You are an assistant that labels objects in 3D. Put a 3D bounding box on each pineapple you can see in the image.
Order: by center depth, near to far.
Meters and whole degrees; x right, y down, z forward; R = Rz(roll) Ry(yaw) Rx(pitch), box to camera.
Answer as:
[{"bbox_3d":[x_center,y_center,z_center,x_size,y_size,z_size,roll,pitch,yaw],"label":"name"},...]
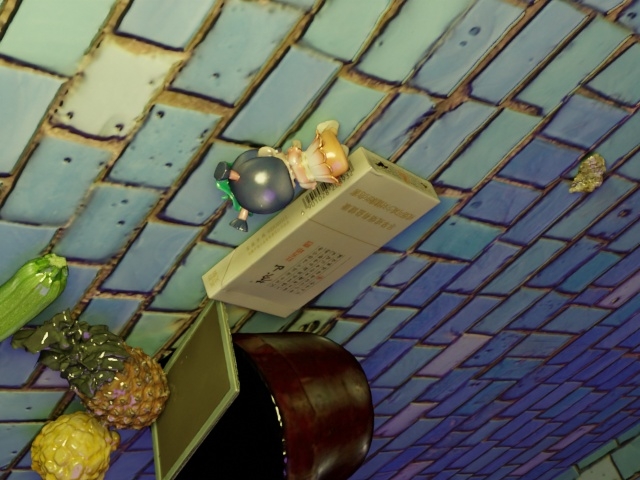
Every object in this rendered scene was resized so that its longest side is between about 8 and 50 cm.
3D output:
[{"bbox_3d":[-0.384,0.211,1.551,0.170,0.141,0.310,-7,148,23],"label":"pineapple"}]

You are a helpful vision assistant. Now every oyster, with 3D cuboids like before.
[{"bbox_3d":[0.482,-0.115,1.691,0.080,0.038,0.083,-29,150,13],"label":"oyster"}]

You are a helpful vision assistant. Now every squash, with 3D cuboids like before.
[{"bbox_3d":[-0.447,0.091,1.374,0.219,0.068,0.077,-37,141,22],"label":"squash"}]

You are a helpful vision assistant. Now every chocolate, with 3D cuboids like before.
[{"bbox_3d":[-0.081,0.330,1.758,0.331,0.384,0.384,-8,149,-50],"label":"chocolate"}]

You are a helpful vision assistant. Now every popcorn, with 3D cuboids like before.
[{"bbox_3d":[-0.463,0.404,1.775,0.180,0.170,0.180,-8,130,-9],"label":"popcorn"}]

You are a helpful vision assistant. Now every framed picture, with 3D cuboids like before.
[{"bbox_3d":[-0.220,0.257,1.594,0.018,0.231,0.293,18,126,-29],"label":"framed picture"}]

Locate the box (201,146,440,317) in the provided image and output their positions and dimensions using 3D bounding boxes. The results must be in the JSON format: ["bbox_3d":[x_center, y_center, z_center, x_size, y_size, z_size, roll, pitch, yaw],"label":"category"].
[{"bbox_3d":[-0.001,0.000,1.539,0.365,0.051,0.204,-38,146,24],"label":"box"}]

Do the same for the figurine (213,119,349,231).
[{"bbox_3d":[-0.055,-0.099,1.310,0.195,0.102,0.111,-22,116,6],"label":"figurine"}]
